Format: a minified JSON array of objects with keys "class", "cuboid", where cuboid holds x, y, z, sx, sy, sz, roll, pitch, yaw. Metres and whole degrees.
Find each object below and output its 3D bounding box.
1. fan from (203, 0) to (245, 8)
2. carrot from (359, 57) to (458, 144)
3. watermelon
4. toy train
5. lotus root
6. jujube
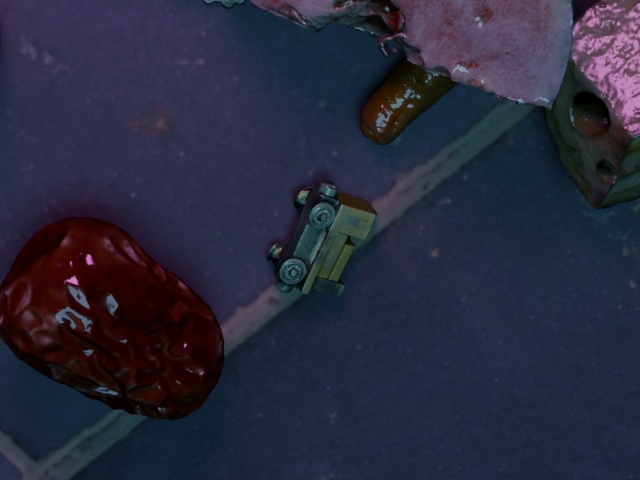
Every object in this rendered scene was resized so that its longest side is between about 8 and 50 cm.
[{"class":"fan","cuboid":[-0.087,-0.254,1.281,0.056,0.004,0.083,10,110,-14]},{"class":"carrot","cuboid":[0.106,-0.163,1.327,0.060,0.060,0.186,35,105,-21]},{"class":"watermelon","cuboid":[0.080,-0.263,1.192,0.322,0.175,0.188,22,121,-3]},{"class":"toy train","cuboid":[0.000,0.000,1.382,0.081,0.050,0.122,15,110,-26]},{"class":"lotus root","cuboid":[0.364,-0.174,1.334,0.314,0.142,0.210,-25,152,-4]},{"class":"jujube","cuboid":[-0.192,0.077,1.326,0.230,0.155,0.155,33,104,-27]}]
